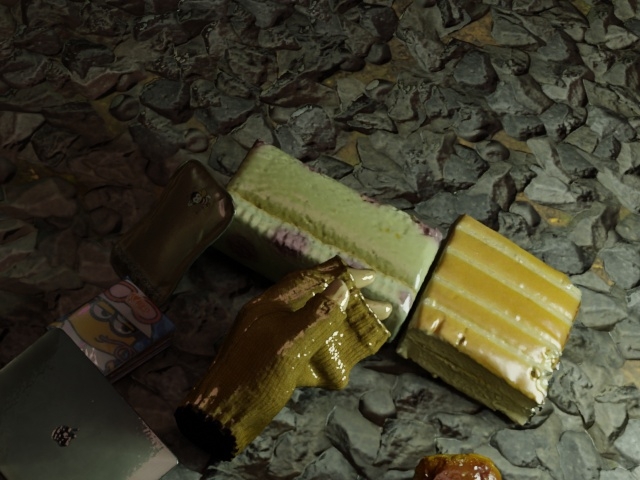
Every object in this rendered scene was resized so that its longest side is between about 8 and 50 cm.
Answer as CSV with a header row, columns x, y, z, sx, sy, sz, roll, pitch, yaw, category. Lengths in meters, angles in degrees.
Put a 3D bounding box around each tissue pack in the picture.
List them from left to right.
x,y,z,sx,sy,sz,roll,pitch,yaw,category
-0.300,0.134,2.043,0.115,0.065,0.155,44,55,17,tissue pack

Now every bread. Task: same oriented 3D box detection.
x,y,z,sx,sy,sz,roll,pitch,yaw,category
0.000,0.000,2.173,0.338,0.155,0.187,28,59,3,bread
0.197,0.420,1.960,0.139,0.077,0.271,1,56,-12,bread
0.261,0.124,2.173,0.246,0.111,0.239,30,54,-4,bread

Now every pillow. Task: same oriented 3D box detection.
x,y,z,sx,sy,sz,roll,pitch,yaw,category
-0.216,-0.007,2.107,0.130,0.217,0.033,49,17,22,pillow

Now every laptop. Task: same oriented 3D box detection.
x,y,z,sx,sy,sz,roll,pitch,yaw,category
-0.343,0.263,1.929,0.188,0.015,0.269,-41,71,-14,laptop

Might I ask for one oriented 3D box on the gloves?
x,y,z,sx,sy,sz,roll,pitch,yaw,category
-0.053,0.151,1.998,0.356,0.203,0.155,-37,67,-17,gloves
